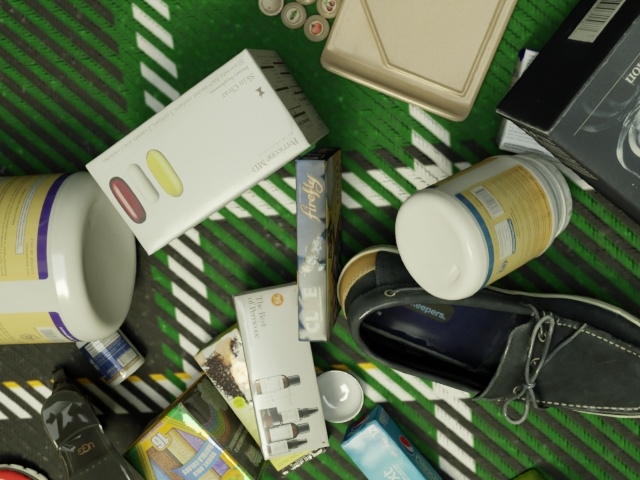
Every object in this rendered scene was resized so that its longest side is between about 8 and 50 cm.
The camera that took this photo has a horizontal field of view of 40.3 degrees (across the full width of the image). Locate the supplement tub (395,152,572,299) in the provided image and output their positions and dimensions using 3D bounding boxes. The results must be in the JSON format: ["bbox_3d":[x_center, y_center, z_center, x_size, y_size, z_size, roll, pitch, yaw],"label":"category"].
[{"bbox_3d":[0.210,-0.024,1.109,0.199,0.144,0.144,-25,100,-32],"label":"supplement tub"}]

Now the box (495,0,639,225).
[{"bbox_3d":[0.453,-0.188,1.043,0.312,0.179,0.343,34,99,-17],"label":"box"}]

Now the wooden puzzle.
[{"bbox_3d":[0.140,-0.309,1.189,0.221,0.044,0.239,22,99,2],"label":"wooden puzzle"}]

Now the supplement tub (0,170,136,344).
[{"bbox_3d":[-0.456,0.029,1.243,0.331,0.241,0.241,-2,102,9],"label":"supplement tub"}]

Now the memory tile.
[{"bbox_3d":[-0.011,-0.362,1.212,0.113,0.012,0.148,31,105,1],"label":"memory tile"}]

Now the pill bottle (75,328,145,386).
[{"bbox_3d":[-0.332,0.161,1.342,0.067,0.067,0.120,-38,94,14],"label":"pill bottle"}]

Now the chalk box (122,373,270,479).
[{"bbox_3d":[-0.165,0.337,1.322,0.132,0.132,0.213,-41,92,14],"label":"chalk box"}]

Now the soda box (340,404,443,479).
[{"bbox_3d":[0.126,0.356,1.314,0.071,0.067,0.210,-39,91,14],"label":"soda box"}]

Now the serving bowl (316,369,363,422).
[{"bbox_3d":[0.025,0.233,1.325,0.083,0.027,0.083,2,101,8],"label":"serving bowl"}]

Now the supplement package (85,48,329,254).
[{"bbox_3d":[-0.143,-0.126,1.183,0.262,0.204,0.145,-34,96,13],"label":"supplement package"}]

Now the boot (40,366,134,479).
[{"bbox_3d":[-0.342,0.315,1.303,0.091,0.229,0.263,-21,90,-15],"label":"boot"}]

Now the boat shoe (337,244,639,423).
[{"bbox_3d":[0.258,0.150,1.186,0.500,0.156,0.187,19,117,-3],"label":"boat shoe"}]

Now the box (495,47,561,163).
[{"bbox_3d":[0.315,-0.178,1.173,0.126,0.072,0.137,14,104,4],"label":"box"}]

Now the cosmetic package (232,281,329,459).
[{"bbox_3d":[-0.058,0.186,1.262,0.098,0.060,0.239,-11,92,-10],"label":"cosmetic package"}]

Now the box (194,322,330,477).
[{"bbox_3d":[-0.087,0.239,1.328,0.087,0.058,0.232,-36,95,13],"label":"box"}]

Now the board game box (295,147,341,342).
[{"bbox_3d":[0.000,0.000,1.210,0.042,0.165,0.243,1,101,8],"label":"board game box"}]

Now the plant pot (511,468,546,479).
[{"bbox_3d":[0.292,0.510,1.255,0.227,0.207,0.228,-38,93,14],"label":"plant pot"}]

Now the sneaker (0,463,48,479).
[{"bbox_3d":[-0.458,0.484,1.402,0.107,0.118,0.279,-33,96,13],"label":"sneaker"}]
